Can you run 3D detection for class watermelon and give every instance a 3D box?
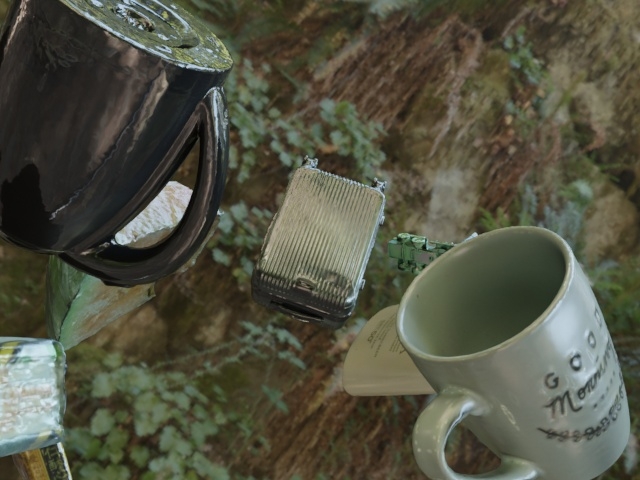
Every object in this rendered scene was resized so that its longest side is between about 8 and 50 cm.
[{"bbox_3d":[-0.340,0.023,1.328,0.151,0.302,0.264,46,-49,14],"label":"watermelon"}]

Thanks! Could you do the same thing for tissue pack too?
[{"bbox_3d":[-0.452,0.172,0.832,0.228,0.128,0.311,-8,-5,37],"label":"tissue pack"}]

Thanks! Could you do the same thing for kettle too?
[{"bbox_3d":[-0.219,-0.093,0.828,0.268,0.290,0.207,33,21,2],"label":"kettle"}]

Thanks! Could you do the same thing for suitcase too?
[{"bbox_3d":[0.000,0.000,1.526,0.202,0.312,0.128,19,-33,2],"label":"suitcase"}]

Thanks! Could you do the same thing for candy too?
[{"bbox_3d":[-0.564,0.440,1.669,0.101,0.143,0.271,-44,-113,54],"label":"candy"}]

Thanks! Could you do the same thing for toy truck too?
[{"bbox_3d":[0.198,0.021,1.334,0.175,0.081,0.067,9,-67,33],"label":"toy truck"}]

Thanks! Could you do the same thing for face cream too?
[{"bbox_3d":[0.166,0.140,1.132,0.081,0.173,0.348,45,-27,-14],"label":"face cream"}]

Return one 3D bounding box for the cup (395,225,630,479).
[{"bbox_3d":[0.191,0.155,0.827,0.186,0.258,0.234,-1,-50,50],"label":"cup"}]
